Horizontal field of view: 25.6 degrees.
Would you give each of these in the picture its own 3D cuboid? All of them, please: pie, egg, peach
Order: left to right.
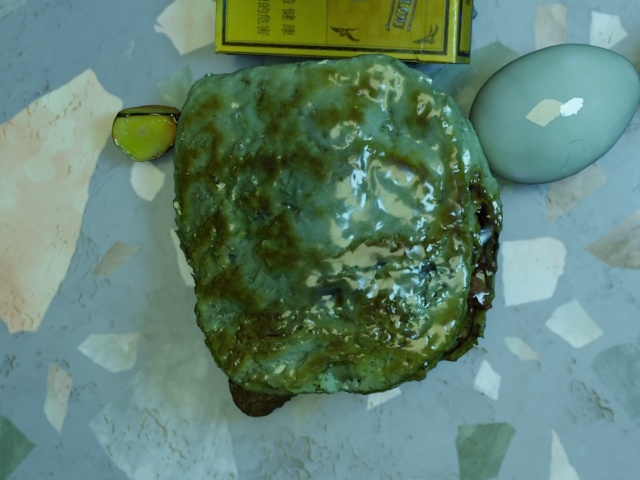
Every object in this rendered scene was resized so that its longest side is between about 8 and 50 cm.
[{"bbox_3d":[-0.210,-0.140,1.729,0.077,0.050,0.083,46,110,-3],"label":"peach"},{"bbox_3d":[0.006,-0.025,1.624,0.395,0.180,0.418,-15,83,20],"label":"pie"},{"bbox_3d":[0.273,-0.150,1.638,0.209,0.151,0.151,-24,85,3],"label":"egg"}]

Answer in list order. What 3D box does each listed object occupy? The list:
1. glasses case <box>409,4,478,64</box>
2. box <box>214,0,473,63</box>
[{"bbox_3d":[0.074,-0.355,1.714,0.105,0.056,0.266,-36,85,3],"label":"glasses case"},{"bbox_3d":[0.028,-0.308,1.654,0.302,0.084,0.192,5,99,19],"label":"box"}]
